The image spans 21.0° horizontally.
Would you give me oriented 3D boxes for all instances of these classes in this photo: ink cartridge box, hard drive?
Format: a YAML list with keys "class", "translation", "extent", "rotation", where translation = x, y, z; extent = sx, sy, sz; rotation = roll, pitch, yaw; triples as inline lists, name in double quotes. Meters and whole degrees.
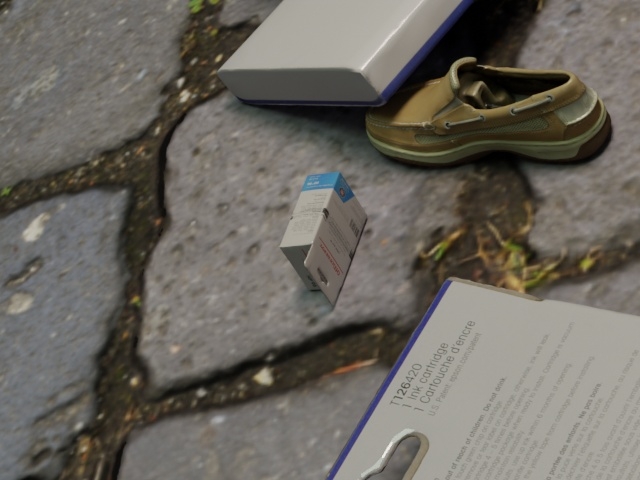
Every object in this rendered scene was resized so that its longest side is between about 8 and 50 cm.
- class: "ink cartridge box"
  translation: [0.131, 0.173, 0.908]
  extent: [0.307, 0.072, 0.303]
  rotation: [9, 57, 43]
- class: "ink cartridge box"
  translation: [0.000, 0.000, 1.187]
  extent: [0.028, 0.048, 0.083]
  rotation: [-5, 47, 31]
- class: "hard drive"
  translation: [0.079, -0.228, 1.338]
  extent: [0.319, 0.040, 0.210]
  rotation: [-49, 27, -19]

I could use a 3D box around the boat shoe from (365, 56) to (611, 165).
- class: "boat shoe"
  translation: [0.105, -0.098, 1.195]
  extent: [0.190, 0.072, 0.068]
  rotation: [-1, 51, 35]
